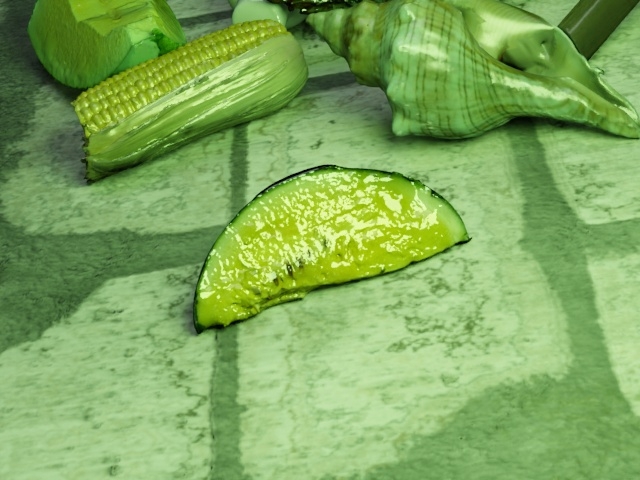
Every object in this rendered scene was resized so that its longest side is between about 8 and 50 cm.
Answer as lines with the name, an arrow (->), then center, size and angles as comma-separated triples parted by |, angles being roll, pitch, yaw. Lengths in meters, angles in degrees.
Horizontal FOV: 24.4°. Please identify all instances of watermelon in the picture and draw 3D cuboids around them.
watermelon -> 0.000, 0.000, 1.525 | 0.301, 0.123, 0.129 | -17, 66, -7

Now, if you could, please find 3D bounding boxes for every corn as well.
corn -> -0.162, -0.170, 1.790 | 0.305, 0.122, 0.123 | -25, 64, -14

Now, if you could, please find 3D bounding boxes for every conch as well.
conch -> 0.169, -0.190, 1.682 | 0.386, 0.169, 0.203 | 23, 64, -6

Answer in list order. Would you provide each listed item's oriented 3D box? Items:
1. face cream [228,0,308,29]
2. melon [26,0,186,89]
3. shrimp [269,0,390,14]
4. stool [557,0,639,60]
face cream -> -0.057, -0.368, 2.001 | 0.145, 0.145, 0.369 | -4, 35, 12
melon -> -0.268, -0.265, 1.937 | 0.196, 0.124, 0.323 | -21, 33, -11
shrimp -> 0.058, -0.276, 1.841 | 0.290, 0.054, 0.222 | 7, 38, -17
stool -> 0.302, -0.401, 1.812 | 0.226, 0.310, 0.310 | -32, 37, -11
